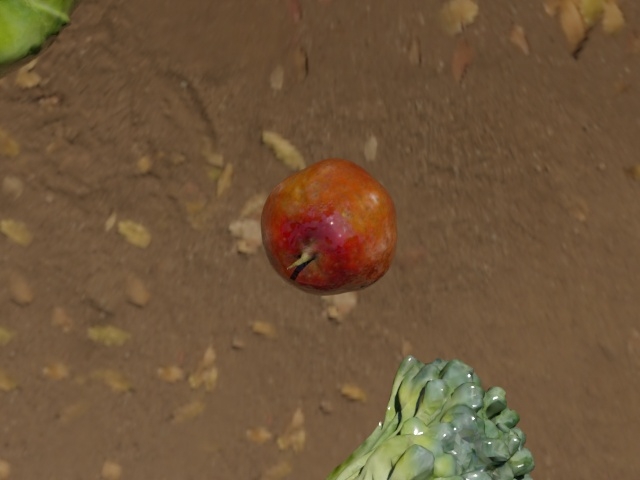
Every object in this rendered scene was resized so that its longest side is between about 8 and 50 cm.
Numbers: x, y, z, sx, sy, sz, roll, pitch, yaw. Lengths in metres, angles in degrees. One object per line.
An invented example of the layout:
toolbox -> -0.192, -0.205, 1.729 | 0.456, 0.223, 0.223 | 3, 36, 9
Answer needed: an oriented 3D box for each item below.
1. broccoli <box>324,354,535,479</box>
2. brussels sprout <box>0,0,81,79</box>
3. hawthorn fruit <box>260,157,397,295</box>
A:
broccoli -> 0.014, 0.215, 0.753 | 0.246, 0.288, 0.248 | -1, 141, 14
brussels sprout -> -0.278, -0.206, 1.041 | 0.223, 0.223, 0.161 | 34, 120, -9
hawthorn fruit -> 0.005, -0.002, 1.286 | 0.125, 0.140, 0.125 | 11, 149, 7
